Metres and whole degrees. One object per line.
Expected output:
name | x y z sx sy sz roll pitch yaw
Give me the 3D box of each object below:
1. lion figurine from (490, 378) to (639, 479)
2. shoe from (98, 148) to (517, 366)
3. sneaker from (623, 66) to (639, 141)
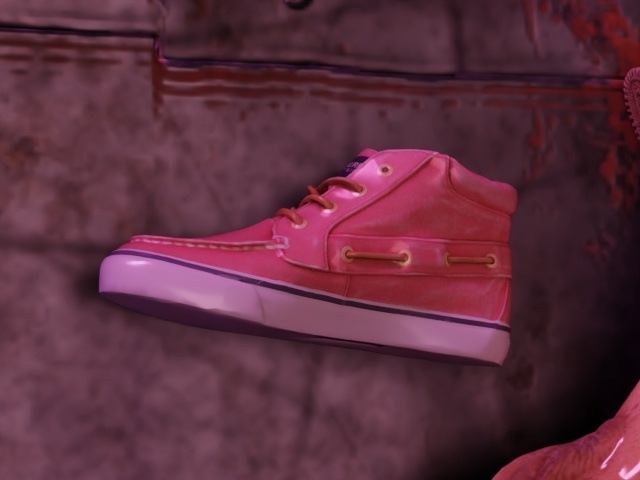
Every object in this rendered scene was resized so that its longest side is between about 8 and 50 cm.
lion figurine | 0.175 0.085 0.571 0.240 0.142 0.392 35 75 -15
shoe | 0.000 0.000 0.564 0.178 0.063 0.081 10 81 -23
sneaker | 0.189 -0.031 0.637 0.067 0.042 0.118 -18 89 -16
